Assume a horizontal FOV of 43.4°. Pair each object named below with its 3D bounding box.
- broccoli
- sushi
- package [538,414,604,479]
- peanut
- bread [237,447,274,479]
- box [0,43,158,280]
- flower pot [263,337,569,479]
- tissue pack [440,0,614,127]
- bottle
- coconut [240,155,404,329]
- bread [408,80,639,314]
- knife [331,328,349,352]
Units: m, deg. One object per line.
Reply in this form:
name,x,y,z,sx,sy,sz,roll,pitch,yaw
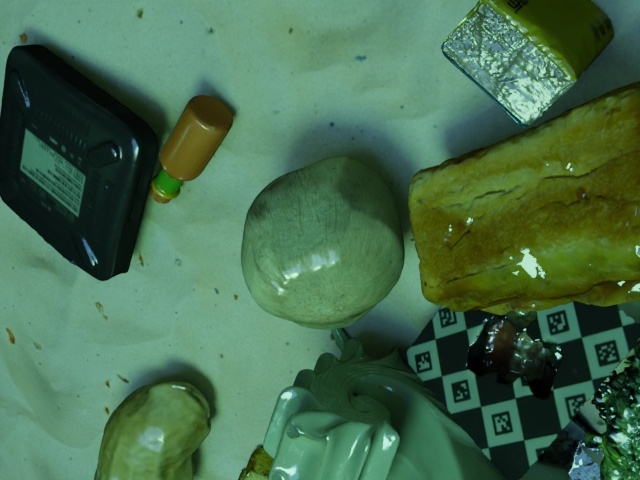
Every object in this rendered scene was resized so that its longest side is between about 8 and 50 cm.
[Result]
broccoli,0.389,0.189,0.887,0.176,0.198,0.226,110,142,-67
sushi,0.237,0.127,0.950,0.231,0.047,0.219,-56,48,16
package,0.336,0.331,1.067,0.239,0.030,0.154,52,128,3
peanut,-0.296,0.365,1.364,0.174,0.158,0.340,36,125,36
bread,-0.059,0.408,1.312,0.187,0.065,0.103,23,128,20
box,-0.378,-0.114,1.213,0.290,0.073,0.289,37,127,19
flower pot,0.125,0.277,1.009,0.368,0.254,0.164,24,114,20
tissue pack,0.211,-0.200,0.796,0.120,0.169,0.082,44,132,4
bottle,-0.190,-0.118,1.123,0.069,0.069,0.187,45,130,3
coconut,0.000,0.000,0.998,0.224,0.224,0.224,12,119,24
bread,0.243,-0.026,0.820,0.344,0.149,0.195,-16,80,53
knife,0.017,0.111,1.151,0.030,0.014,0.207,-24,99,37
